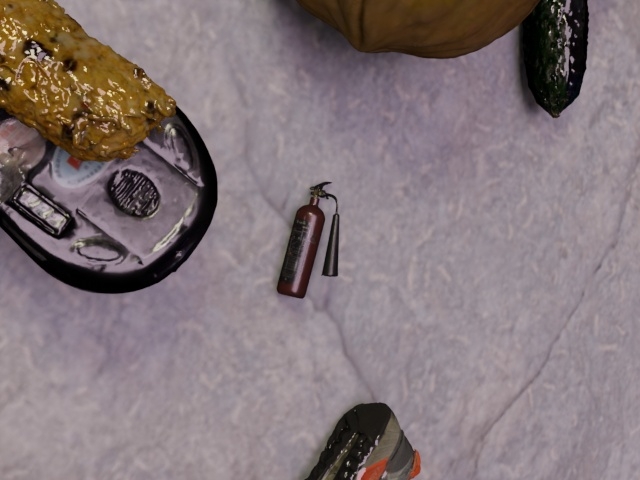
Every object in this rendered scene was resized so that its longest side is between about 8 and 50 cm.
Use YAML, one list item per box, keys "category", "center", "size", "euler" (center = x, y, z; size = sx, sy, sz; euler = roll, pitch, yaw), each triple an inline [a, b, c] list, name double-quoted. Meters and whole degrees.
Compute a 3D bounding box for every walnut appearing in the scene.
- category: "walnut"
  center: [0.072, -0.241, 0.628]
  size: [0.228, 0.228, 0.227]
  euler: [-2, 94, -27]

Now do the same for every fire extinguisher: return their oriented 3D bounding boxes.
- category: "fire extinguisher"
  center: [-0.003, -0.001, 0.688]
  size: [0.032, 0.046, 0.100]
  euler: [18, 86, -40]

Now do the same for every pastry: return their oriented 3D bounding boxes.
- category: "pastry"
  center: [-0.158, -0.100, 0.500]
  size: [0.140, 0.056, 0.080]
  euler: [42, 58, -6]

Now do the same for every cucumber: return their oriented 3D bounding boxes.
- category: "cucumber"
  center: [0.212, -0.235, 0.777]
  size: [0.067, 0.067, 0.245]
  euler: [-9, 99, -26]

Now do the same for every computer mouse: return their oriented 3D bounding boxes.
- category: "computer mouse"
  center: [-0.179, -0.063, 0.567]
  size: [0.233, 0.096, 0.137]
  euler: [42, 65, -11]

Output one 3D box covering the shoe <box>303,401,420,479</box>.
- category: "shoe"
  center: [0.015, 0.228, 0.698]
  size: [0.077, 0.074, 0.194]
  euler: [46, 71, -27]
